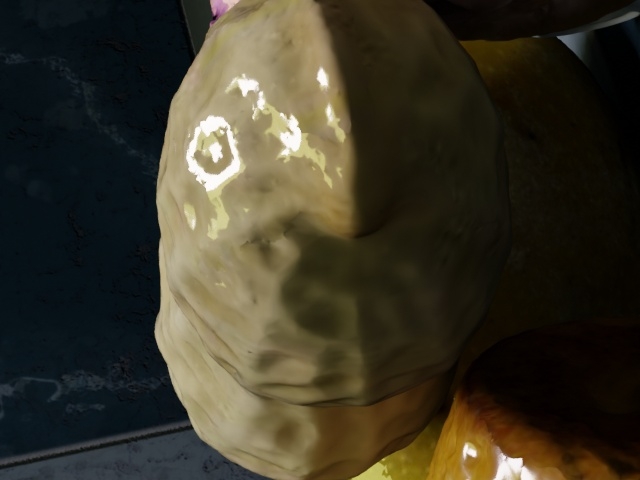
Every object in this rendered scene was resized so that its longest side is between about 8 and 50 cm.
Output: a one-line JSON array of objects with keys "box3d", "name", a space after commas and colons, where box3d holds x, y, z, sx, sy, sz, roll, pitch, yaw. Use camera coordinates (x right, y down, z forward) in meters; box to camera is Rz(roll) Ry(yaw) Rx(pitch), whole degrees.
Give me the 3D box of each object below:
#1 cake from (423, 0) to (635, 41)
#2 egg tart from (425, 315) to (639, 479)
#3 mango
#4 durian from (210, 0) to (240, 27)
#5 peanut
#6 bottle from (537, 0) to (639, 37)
[{"box3d": [0.069, -0.151, 0.625, 0.178, 0.208, 0.185, -127, 36, -55], "name": "cake"}, {"box3d": [0.111, 0.116, 0.704, 0.202, 0.203, 0.147, -117, 27, -67], "name": "egg tart"}, {"box3d": [0.079, 0.051, 0.889, 0.175, 0.177, 0.329, 56, -164, -71], "name": "mango"}, {"box3d": [-0.002, -0.156, 1.542, 0.191, 0.112, 0.341, 99, 153, -45], "name": "durian"}, {"box3d": [0.000, 0.000, 0.689, 0.298, 0.120, 0.136, 103, 146, -72], "name": "peanut"}, {"box3d": [0.092, -0.197, 0.853, 0.060, 0.060, 0.217, 150, 107, -83], "name": "bottle"}]
